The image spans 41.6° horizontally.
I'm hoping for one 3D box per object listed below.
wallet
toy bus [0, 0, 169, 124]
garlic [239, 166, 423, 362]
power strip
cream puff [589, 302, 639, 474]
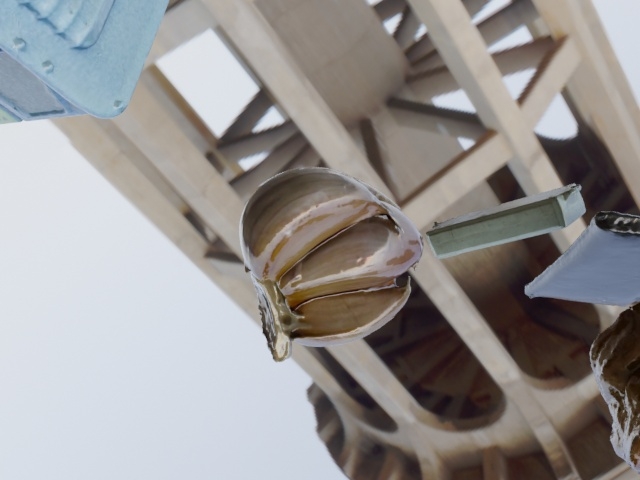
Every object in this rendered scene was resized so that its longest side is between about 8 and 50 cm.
[{"bbox_3d":[0.357,0.033,1.027,0.146,0.285,0.030,9,-109,0],"label":"wallet"},{"bbox_3d":[-0.173,-0.230,0.506,0.190,0.152,0.312,0,-116,34],"label":"toy bus"},{"bbox_3d":[0.000,0.000,0.882,0.191,0.214,0.160,-24,-146,-8],"label":"garlic"},{"bbox_3d":[0.276,-0.027,1.270,0.272,0.052,0.078,-16,-170,45],"label":"power strip"},{"bbox_3d":[0.405,0.168,0.884,0.241,0.155,0.269,7,-136,7],"label":"cream puff"}]
